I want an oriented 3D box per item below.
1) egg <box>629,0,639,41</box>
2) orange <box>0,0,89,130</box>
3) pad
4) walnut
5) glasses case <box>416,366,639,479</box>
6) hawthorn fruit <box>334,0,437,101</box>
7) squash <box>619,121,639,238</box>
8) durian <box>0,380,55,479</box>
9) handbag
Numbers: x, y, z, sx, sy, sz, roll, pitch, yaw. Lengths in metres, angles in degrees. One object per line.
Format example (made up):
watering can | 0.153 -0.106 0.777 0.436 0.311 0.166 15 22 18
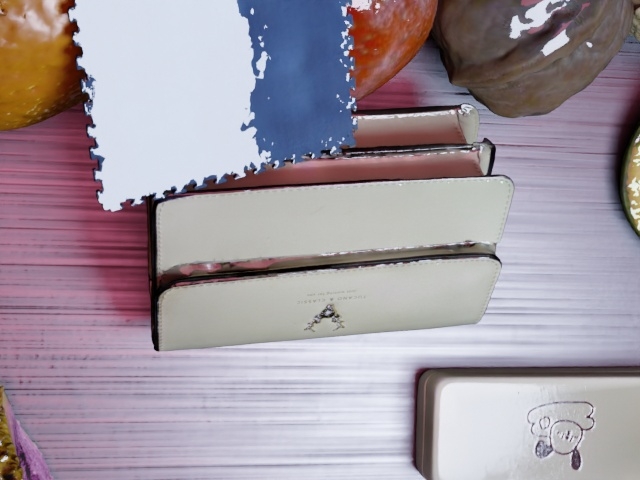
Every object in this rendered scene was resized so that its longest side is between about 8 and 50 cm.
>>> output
egg | 0.435 -0.310 1.248 0.245 0.203 0.203 -25 98 -13
orange | -0.297 -0.270 1.044 0.293 0.340 0.340 -16 99 -54
pad | -0.086 -0.175 0.990 0.269 0.012 0.270 -15 119 -25
walnut | 0.219 -0.245 1.213 0.224 0.224 0.224 -1 94 -12
glasses case | 0.269 0.215 1.311 0.313 0.070 0.131 2 93 -12
hawthorn fruit | 0.012 -0.250 1.144 0.235 0.263 0.231 31 89 -28
squash | 0.474 -0.072 1.296 0.252 0.049 0.252 1 95 14
durian | -0.335 0.337 1.173 0.191 0.112 0.341 -26 100 -11
handbag | 0.000 0.000 1.176 0.358 0.160 0.237 -4 133 -11
